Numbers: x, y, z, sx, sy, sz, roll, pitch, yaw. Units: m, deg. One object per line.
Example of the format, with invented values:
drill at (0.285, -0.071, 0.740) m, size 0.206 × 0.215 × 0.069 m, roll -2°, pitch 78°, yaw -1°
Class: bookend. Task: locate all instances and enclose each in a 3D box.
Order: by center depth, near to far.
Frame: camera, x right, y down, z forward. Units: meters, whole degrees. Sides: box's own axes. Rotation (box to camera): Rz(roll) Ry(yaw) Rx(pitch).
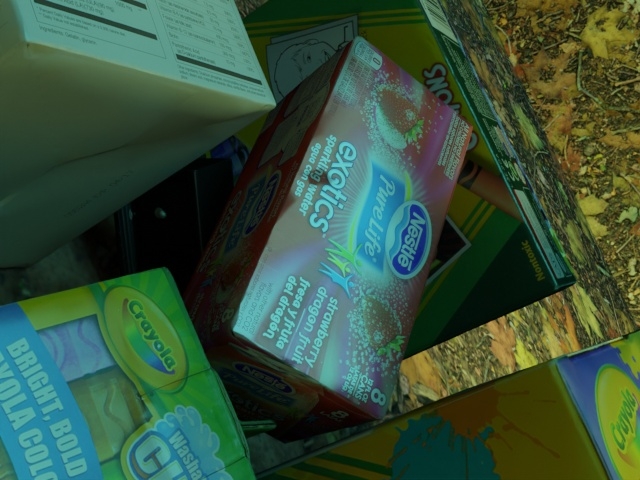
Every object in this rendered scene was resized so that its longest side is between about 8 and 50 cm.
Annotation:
bookend at (-0.085, 0.001, 0.706) m, size 0.072 × 0.157 × 0.156 m, roll -32°, pitch 123°, yaw -63°

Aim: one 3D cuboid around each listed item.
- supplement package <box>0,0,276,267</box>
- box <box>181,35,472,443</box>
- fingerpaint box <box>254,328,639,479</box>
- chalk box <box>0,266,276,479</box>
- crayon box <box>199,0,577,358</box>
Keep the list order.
supplement package at (-0.205, -0.097, 0.536) m, size 0.204 × 0.262 × 0.145 m, roll 3°, pitch 62°, yaw -59°
box at (0.000, 0.000, 0.606) m, size 0.123 × 0.128 × 0.256 m, roll 34°, pitch 57°, yaw -19°
fingerpaint box at (0.120, 0.212, 0.686) m, size 0.445 × 0.371 × 0.163 m, roll 3°, pitch 62°, yaw -60°
chalk box at (-0.153, 0.133, 0.443) m, size 0.289 × 0.180 × 0.179 m, roll -15°, pitch 78°, yaw -50°
crayon box at (0.019, -0.056, 0.821) m, size 0.106 × 0.313 × 0.362 m, roll -2°, pitch 66°, yaw -63°
